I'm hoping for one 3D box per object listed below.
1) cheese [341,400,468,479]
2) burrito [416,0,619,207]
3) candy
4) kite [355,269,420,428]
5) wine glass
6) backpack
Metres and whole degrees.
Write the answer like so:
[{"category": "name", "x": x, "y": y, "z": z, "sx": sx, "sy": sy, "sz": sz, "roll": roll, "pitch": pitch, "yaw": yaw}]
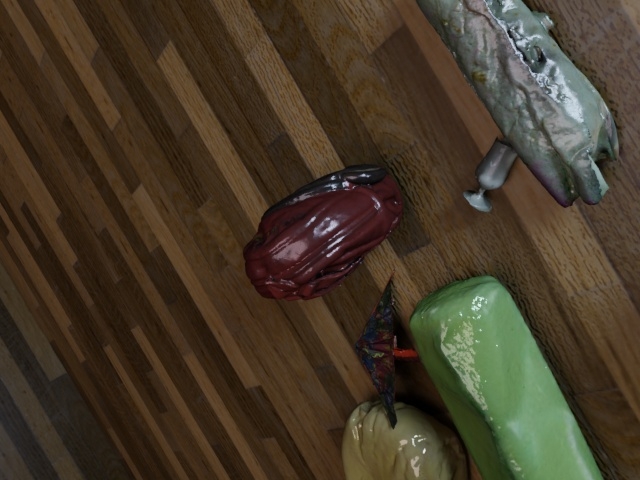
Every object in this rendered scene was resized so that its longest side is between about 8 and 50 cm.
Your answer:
[{"category": "cheese", "x": 0.127, "y": 0.362, "z": 0.828, "sx": 0.214, "sy": 0.117, "sz": 0.225, "roll": -2, "pitch": 105, "yaw": 46}, {"category": "burrito", "x": 0.196, "y": -0.171, "z": 0.517, "sx": 0.309, "sy": 0.066, "sz": 0.096, "roll": 57, "pitch": 141, "yaw": 3}, {"category": "candy", "x": 0.234, "y": 0.215, "z": 0.652, "sx": 0.343, "sy": 0.132, "sz": 0.142, "roll": 63, "pitch": 178, "yaw": -2}, {"category": "kite", "x": 0.094, "y": 0.161, "z": 0.775, "sx": 0.189, "sy": 0.009, "sz": 0.232, "roll": 167, "pitch": 101, "yaw": -66}, {"category": "wine glass", "x": 0.197, "y": -0.076, "z": 0.584, "sx": 0.039, "sy": 0.042, "sz": 0.083, "roll": 20, "pitch": 127, "yaw": -3}, {"category": "backpack", "x": -0.001, "y": -0.002, "z": 0.670, "sx": 0.229, "sy": 0.229, "sz": 0.138, "roll": -27, "pitch": 96, "yaw": 45}]
